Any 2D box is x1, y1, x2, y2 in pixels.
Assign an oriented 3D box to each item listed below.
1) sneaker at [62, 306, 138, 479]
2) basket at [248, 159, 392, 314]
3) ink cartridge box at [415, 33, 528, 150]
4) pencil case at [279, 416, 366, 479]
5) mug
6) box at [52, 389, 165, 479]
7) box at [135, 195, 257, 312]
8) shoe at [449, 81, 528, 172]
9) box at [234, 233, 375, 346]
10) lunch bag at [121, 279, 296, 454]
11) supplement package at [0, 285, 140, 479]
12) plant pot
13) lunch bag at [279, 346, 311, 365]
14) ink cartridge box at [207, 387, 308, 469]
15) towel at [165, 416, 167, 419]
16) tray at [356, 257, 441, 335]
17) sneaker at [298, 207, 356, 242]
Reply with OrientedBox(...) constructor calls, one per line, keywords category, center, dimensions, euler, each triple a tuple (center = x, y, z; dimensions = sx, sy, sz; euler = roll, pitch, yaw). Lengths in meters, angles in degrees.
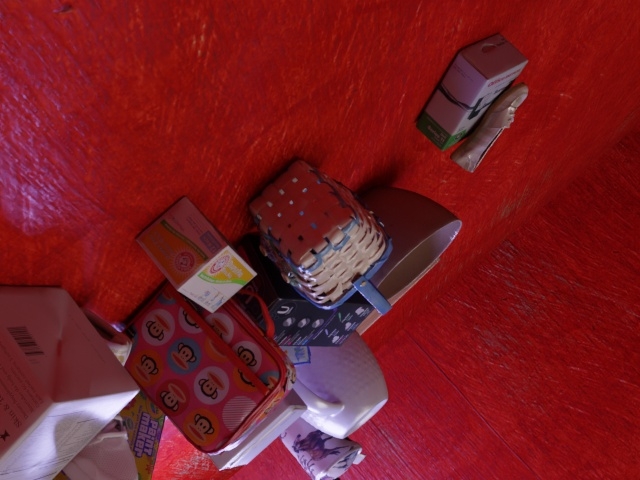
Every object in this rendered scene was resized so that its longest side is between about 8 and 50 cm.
OrientedBox(category="sneaker", center=(-0.335, 0.234, 1.284), dimensions=(0.169, 0.292, 0.108), euler=(-52, 151, 20))
OrientedBox(category="basket", center=(0.009, 0.001, 1.559), dimensions=(0.201, 0.255, 0.289), euler=(-45, 145, 5))
OrientedBox(category="ink cartridge box", center=(0.306, -0.300, 1.743), dimensions=(0.153, 0.087, 0.208), euler=(-30, 160, -38))
OrientedBox(category="pencil case", center=(-0.058, 0.513, 2.472), dimensions=(0.160, 0.410, 0.183), euler=(-52, 149, 11))
OrientedBox(category="mug", center=(-0.004, 0.355, 2.277), dimensions=(0.276, 0.328, 0.374), euler=(-47, 163, 15))
OrientedBox(category="box", center=(-0.419, 0.433, 1.532), dimensions=(0.279, 0.177, 0.290), euler=(-54, -159, 35))
OrientedBox(category="box", center=(-0.194, 0.028, 1.378), dimensions=(0.103, 0.114, 0.203), euler=(-41, 163, -3))
OrientedBox(category="shoe", center=(0.360, -0.233, 1.778), dimensions=(0.219, 0.058, 0.076), euler=(-50, 164, 26))
OrientedBox(category="box", center=(-0.049, 0.104, 1.687), dimensions=(0.270, 0.165, 0.143), euler=(7, 132, -44))
OrientedBox(category="lunch bag", center=(-0.188, 0.200, 1.517), dimensions=(0.258, 0.293, 0.120), euler=(-47, 165, 3))
OrientedBox(category="supplement package", center=(-0.434, 0.222, 1.162), dimensions=(0.263, 0.199, 0.198), euler=(-45, 163, 12))
OrientedBox(category="plant pot", center=(0.149, -0.011, 1.939), dimensions=(0.284, 0.191, 0.284), euler=(-39, 163, -14))
OrientedBox(category="lunch bag", center=(-0.099, 0.232, 1.999), dimensions=(0.151, 0.129, 0.096), euler=(-10, 173, 19))
OrientedBox(category="ink cartridge box", center=(-0.198, 0.323, 1.847), dimensions=(0.198, 0.270, 0.197), euler=(-42, 164, 0))
OrientedBox(category="towel", center=(-0.356, 0.379, 2.069), dimensions=(0.144, 0.029, 0.197), euler=(-33, 162, -38))
OrientedBox(category="tray", center=(0.196, 0.165, 2.717), dimensions=(0.411, 0.076, 0.203), euler=(-45, 163, 6))
OrientedBox(category="sneaker", center=(0.000, 0.000, 1.802), dimensions=(0.237, 0.085, 0.086), euler=(-50, 178, 26))
